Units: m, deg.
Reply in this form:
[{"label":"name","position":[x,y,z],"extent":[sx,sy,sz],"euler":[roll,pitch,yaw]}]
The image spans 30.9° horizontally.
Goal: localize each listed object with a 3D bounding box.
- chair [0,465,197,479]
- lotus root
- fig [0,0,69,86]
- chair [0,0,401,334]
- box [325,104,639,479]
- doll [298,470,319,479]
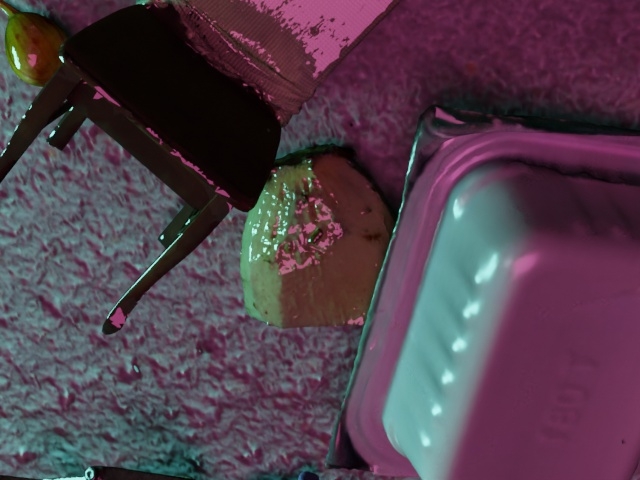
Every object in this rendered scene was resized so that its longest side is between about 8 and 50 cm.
[{"label":"chair","position":[-0.160,0.285,1.034],"extent":[0.136,0.147,0.270],"euler":[-11,158,31]},{"label":"lotus root","position":[-0.002,0.002,0.898],"extent":[0.143,0.070,0.144],"euler":[-9,115,11]},{"label":"fig","position":[-0.221,-0.153,0.865],"extent":[0.050,0.050,0.083],"euler":[-42,91,24]},{"label":"chair","position":[-0.080,-0.111,0.793],"extent":[0.160,0.186,0.319],"euler":[41,117,-8]},{"label":"box","position":[0.169,0.081,0.864],"extent":[0.264,0.106,0.337],"euler":[7,118,-13]},{"label":"doll","position":[0.005,0.266,1.034],"extent":[0.205,0.067,0.110],"euler":[18,108,4]}]
